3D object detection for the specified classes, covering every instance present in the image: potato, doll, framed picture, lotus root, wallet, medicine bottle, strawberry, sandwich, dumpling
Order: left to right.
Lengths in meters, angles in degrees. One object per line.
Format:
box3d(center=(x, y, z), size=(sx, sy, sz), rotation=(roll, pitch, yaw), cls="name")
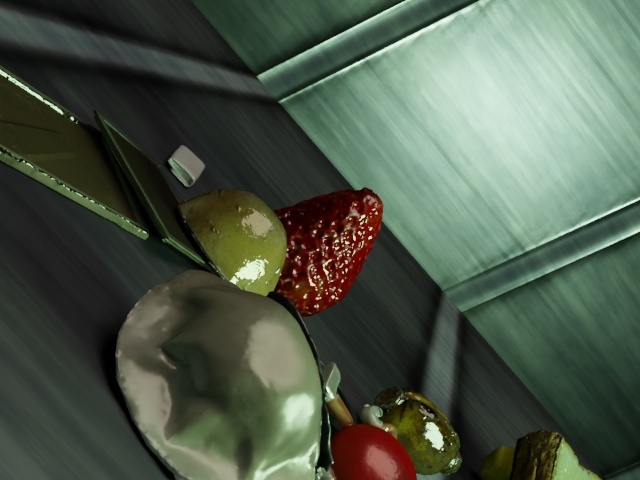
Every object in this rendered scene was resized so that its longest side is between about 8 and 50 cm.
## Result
box3d(center=(-0.347, -0.129, 1.193), size=(0.289, 0.016, 0.213), rotation=(36, 19, -53), cls="framed picture")
box3d(center=(-0.236, -0.062, 1.362), size=(0.252, 0.014, 0.197), rotation=(56, 5, 26), cls="framed picture")
box3d(center=(-0.235, -0.131, 1.615), size=(0.061, 0.025, 0.122), rotation=(50, 12, -12), cls="wallet")
box3d(center=(-0.087, 0.149, 0.974), size=(0.292, 0.163, 0.204), rotation=(68, 13, 21), cls="dumpling")
box3d(center=(-0.114, -0.004, 1.407), size=(0.202, 0.117, 0.182), rotation=(55, 0, 12), cls="potato")
box3d(center=(0.000, 0.000, 1.553), size=(0.205, 0.244, 0.205), rotation=(47, 10, -11), cls="strawberry")
box3d(center=(0.052, 0.284, 1.212), size=(0.217, 0.085, 0.183), rotation=(44, 42, -7), cls="doll")
box3d(center=(0.157, 0.316, 1.505), size=(0.209, 0.120, 0.120), rotation=(46, 12, -25), cls="lotus root")
box3d(center=(0.415, 0.502, 1.901), size=(0.239, 0.124, 0.124), rotation=(37, 18, -48), cls="medicine bottle")
box3d(center=(0.450, 0.526, 1.756), size=(0.273, 0.095, 0.249), rotation=(43, 53, -36), cls="sandwich")

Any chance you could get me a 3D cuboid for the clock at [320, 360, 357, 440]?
box3d(center=(-0.019, 0.212, 1.321), size=(0.184, 0.040, 0.184), rotation=(48, 11, -12), cls="clock")
